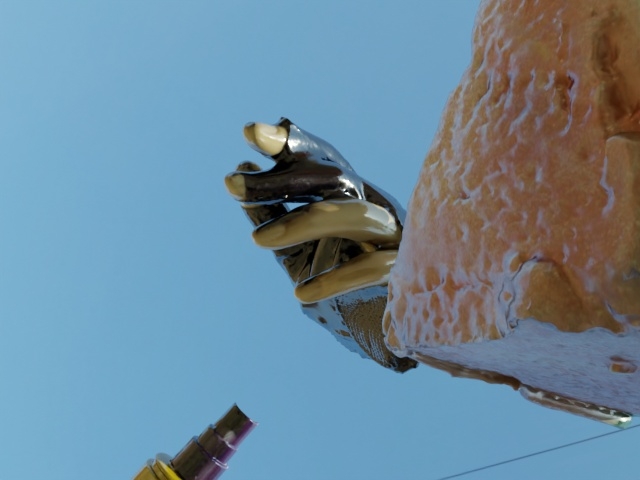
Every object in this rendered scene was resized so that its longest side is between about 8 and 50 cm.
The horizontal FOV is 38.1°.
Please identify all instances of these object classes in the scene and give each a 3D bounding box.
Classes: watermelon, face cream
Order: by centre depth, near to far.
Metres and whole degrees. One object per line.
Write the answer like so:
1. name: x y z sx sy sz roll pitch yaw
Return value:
1. watermelon: 0.189 0.020 0.439 0.319 0.292 0.222 -64 -150 22
2. face cream: -0.158 0.258 0.840 0.273 0.078 0.078 -48 -118 -3

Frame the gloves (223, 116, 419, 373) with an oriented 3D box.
1. gloves: 0.006 -0.002 0.909 0.197 0.301 0.152 20 -106 45
